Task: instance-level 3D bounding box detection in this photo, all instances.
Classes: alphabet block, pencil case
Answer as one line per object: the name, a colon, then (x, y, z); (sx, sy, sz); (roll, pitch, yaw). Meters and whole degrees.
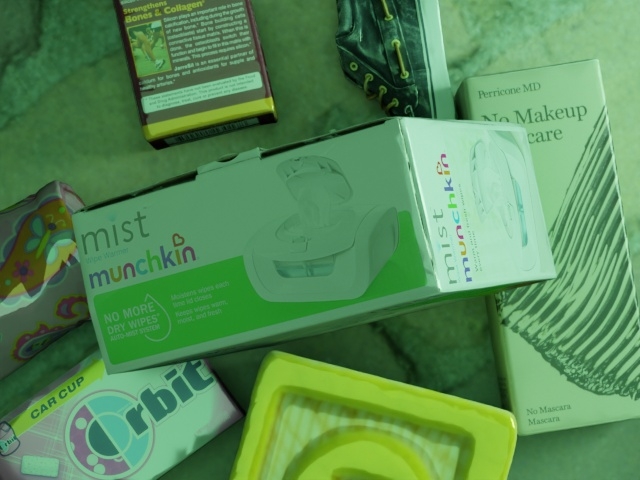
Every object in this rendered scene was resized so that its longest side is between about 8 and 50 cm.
alphabet block: (0.026, 0.194, 1.431); (0.192, 0.197, 0.193); (13, 86, 0)
pencil case: (-0.286, 0.068, 1.483); (0.284, 0.124, 0.124); (-31, 87, -1)

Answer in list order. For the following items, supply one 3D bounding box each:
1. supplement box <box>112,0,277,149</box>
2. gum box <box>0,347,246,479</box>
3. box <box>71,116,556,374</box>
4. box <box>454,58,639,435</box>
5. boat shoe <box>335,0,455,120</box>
supplement box: (-0.104, -0.175, 1.513); (0.104, 0.081, 0.188); (-13, 87, 0)
gum box: (-0.164, 0.146, 1.500); (0.188, 0.062, 0.107); (-36, 87, -3)
box: (0.000, 0.000, 1.383); (0.262, 0.231, 0.126); (-15, 86, 25)
box: (0.178, 0.007, 1.495); (0.113, 0.094, 0.275); (-10, 87, 0)
boat shoe: (0.059, -0.119, 1.522); (0.083, 0.065, 0.183); (-8, 79, 1)
